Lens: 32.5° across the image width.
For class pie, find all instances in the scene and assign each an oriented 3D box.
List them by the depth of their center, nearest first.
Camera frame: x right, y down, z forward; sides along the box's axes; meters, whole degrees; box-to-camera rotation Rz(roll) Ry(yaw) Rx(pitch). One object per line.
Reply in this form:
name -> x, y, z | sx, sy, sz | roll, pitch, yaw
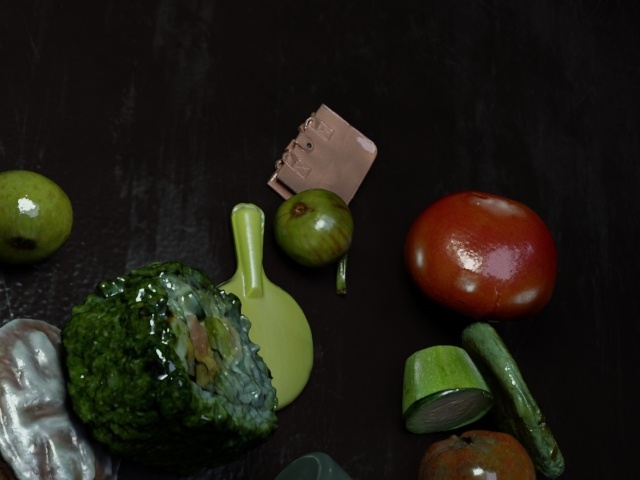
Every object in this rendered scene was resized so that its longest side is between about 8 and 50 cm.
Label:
pie -> 0.348, 0.285, 1.984 | 0.071, 0.323, 0.323 | -27, 85, -4

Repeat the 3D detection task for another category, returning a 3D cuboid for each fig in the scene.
fig -> 0.008, -0.010, 1.962 | 0.186, 0.142, 0.148 | 22, 35, -50

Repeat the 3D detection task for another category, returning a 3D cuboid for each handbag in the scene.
handbag -> 0.004, -0.143, 2.074 | 0.157, 0.059, 0.212 | 40, 53, -13

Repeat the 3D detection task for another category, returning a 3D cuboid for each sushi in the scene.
sushi -> -0.213, 0.182, 1.620 | 0.352, 0.178, 0.294 | 35, 33, -60

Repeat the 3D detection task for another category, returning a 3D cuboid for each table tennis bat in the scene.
table tennis bat -> -0.119, 0.114, 1.882 | 0.224, 0.054, 0.368 | 4, 71, -31

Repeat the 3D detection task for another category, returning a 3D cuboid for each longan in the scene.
longan -> -0.459, -0.040, 1.669 | 0.145, 0.176, 0.155 | -48, 125, 3

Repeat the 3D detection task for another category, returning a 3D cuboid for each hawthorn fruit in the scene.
hawthorn fruit -> 0.285, 0.464, 1.911 | 0.210, 0.211, 0.262 | -28, 102, -39

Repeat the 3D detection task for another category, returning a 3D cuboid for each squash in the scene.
squash -> 0.223, 0.267, 1.979 | 0.170, 0.170, 0.122 | 15, 49, -29

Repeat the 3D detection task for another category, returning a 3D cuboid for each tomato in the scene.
tomato -> 0.298, 0.024, 2.053 | 0.299, 0.299, 0.226 | 10, 97, -31

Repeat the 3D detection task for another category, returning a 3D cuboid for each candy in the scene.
candy -> -0.401, 0.260, 1.550 | 0.214, 0.157, 0.289 | -1, 62, -54

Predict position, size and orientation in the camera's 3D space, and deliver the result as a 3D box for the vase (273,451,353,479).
vase -> 0.061, 0.496, 1.764 | 0.321, 0.173, 0.173 | 42, 52, -19
